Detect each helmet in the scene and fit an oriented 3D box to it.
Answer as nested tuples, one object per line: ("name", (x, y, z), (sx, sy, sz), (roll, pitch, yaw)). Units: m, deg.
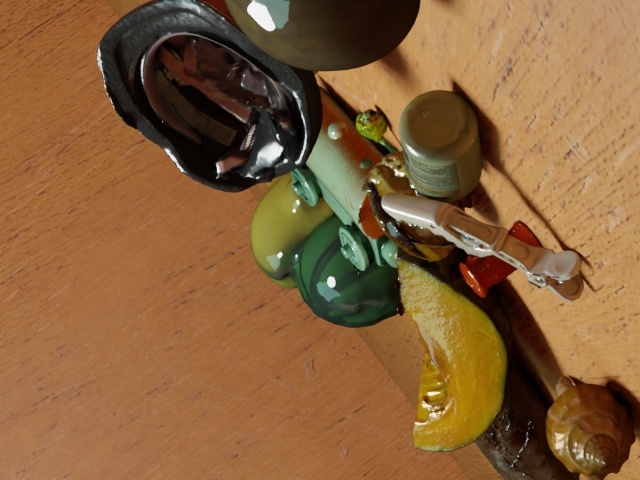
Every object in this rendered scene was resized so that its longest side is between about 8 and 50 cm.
("helmet", (-0.103, -0.175, 1.798), (0.253, 0.198, 0.154), (56, -151, -23))

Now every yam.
("yam", (0.255, 0.239, 2.331), (0.280, 0.131, 0.131), (54, 174, -27))

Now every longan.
("longan", (0.011, -0.231, 1.471), (0.204, 0.159, 0.185), (-7, 149, 38))

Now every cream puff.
("cream puff", (0.115, -0.044, 1.886), (0.119, 0.104, 0.133), (-6, -119, -60))

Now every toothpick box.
("toothpick box", (0.189, 0.021, 1.789), (0.047, 0.083, 0.047), (54, 173, 9))

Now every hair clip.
("hair clip", (0.164, -0.004, 1.702), (0.226, 0.034, 0.072), (26, 162, 11))

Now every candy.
("candy", (0.087, -0.113, 2.070), (0.123, 0.035, 0.035), (48, 159, -28))

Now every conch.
("conch", (0.311, 0.201, 1.936), (0.109, 0.093, 0.330), (36, -165, -3))

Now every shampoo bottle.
("shampoo bottle", (0.125, -0.086, 1.711), (0.079, 0.079, 0.162), (51, 174, 21))

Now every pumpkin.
("pumpkin", (0.189, 0.108, 2.147), (0.148, 0.169, 0.312), (9, 124, 20))

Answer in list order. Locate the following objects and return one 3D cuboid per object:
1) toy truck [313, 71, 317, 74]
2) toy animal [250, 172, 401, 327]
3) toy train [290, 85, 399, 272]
("toy truck", (-0.054, -0.278, 1.852), (0.124, 0.114, 0.253), (35, 165, 34))
("toy animal", (-0.001, 0.003, 2.558), (0.338, 0.191, 0.216), (49, 172, 34))
("toy train", (0.038, -0.087, 2.205), (0.285, 0.116, 0.177), (53, 164, 45))
